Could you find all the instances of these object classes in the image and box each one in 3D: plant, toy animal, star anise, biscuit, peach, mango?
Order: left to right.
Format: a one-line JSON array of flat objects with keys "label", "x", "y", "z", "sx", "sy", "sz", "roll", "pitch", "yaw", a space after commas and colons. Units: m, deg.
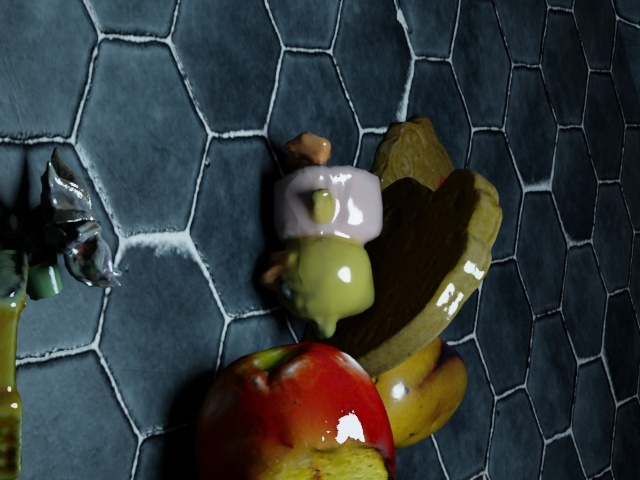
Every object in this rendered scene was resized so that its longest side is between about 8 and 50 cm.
[{"label": "plant", "x": -0.327, "y": 0.015, "z": 1.710, "sx": 0.051, "sy": 0.051, "sz": 0.102, "roll": -41, "pitch": 116, "yaw": -53}, {"label": "star anise", "x": -0.285, "y": -0.020, "z": 1.724, "sx": 0.204, "sy": 0.061, "sz": 0.180, "roll": -118, "pitch": -171, "yaw": -69}, {"label": "peach", "x": -0.030, "y": 0.307, "z": 1.985, "sx": 0.281, "sy": 0.281, "sz": 0.338, "roll": -27, "pitch": 110, "yaw": -57}, {"label": "toy animal", "x": 0.004, "y": 0.002, "z": 2.168, "sx": 0.195, "sy": 0.169, "sz": 0.281, "roll": 102, "pitch": -4, "yaw": -75}, {"label": "mango", "x": 0.117, "y": 0.231, "z": 2.310, "sx": 0.287, "sy": 0.153, "sz": 0.201, "roll": -8, "pitch": 121, "yaw": -59}, {"label": "biscuit", "x": 0.120, "y": 0.041, "z": 2.218, "sx": 0.074, "sy": 0.359, "sz": 0.381, "roll": 44, "pitch": 31, "yaw": -23}, {"label": "biscuit", "x": 0.166, "y": -0.076, "z": 2.562, "sx": 0.273, "sy": 0.049, "sz": 0.257, "roll": -60, "pitch": 136, "yaw": -45}]

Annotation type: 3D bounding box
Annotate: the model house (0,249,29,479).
[{"label": "model house", "x": -0.399, "y": 0.142, "z": 1.501, "sx": 0.268, "sy": 0.173, "sz": 0.239, "roll": -5, "pitch": 106, "yaw": -29}]
